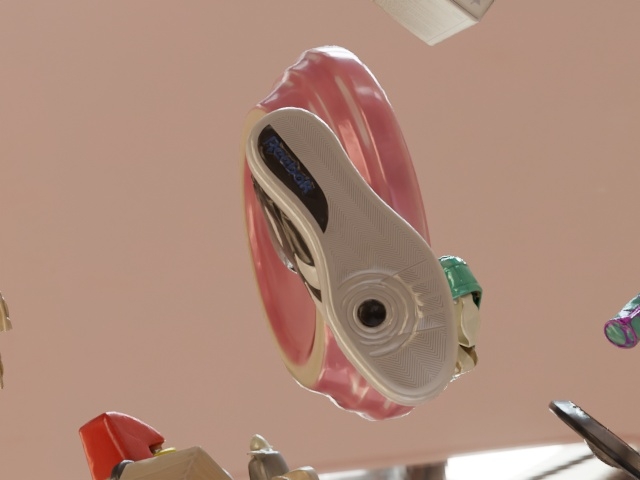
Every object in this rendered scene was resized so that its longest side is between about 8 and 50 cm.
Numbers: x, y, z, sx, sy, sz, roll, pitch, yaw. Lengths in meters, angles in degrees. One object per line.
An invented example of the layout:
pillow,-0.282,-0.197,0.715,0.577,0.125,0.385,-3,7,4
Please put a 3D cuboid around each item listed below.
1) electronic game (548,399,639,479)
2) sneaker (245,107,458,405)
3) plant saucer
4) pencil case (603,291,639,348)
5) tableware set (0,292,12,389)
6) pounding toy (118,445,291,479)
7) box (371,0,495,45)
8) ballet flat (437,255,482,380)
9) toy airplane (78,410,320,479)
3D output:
electronic game,0.457,0.330,1.878,0.048,0.229,0.229,-53,-162,2
sneaker,0.024,0.021,0.792,0.217,0.079,0.121,61,-8,20
plant saucer,0.000,0.000,1.037,0.332,0.084,0.332,168,-90,-74
pencil case,0.550,0.121,2.022,0.064,0.151,0.070,31,-35,31
tableware set,-0.513,0.142,1.724,0.020,0.168,0.141,-16,105,-61
pounding toy,-0.126,0.346,1.447,0.181,0.206,0.094,52,37,-26
box,0.175,-0.389,1.743,0.121,0.148,0.311,-54,-171,-2
ballet flat,0.185,0.136,1.657,0.087,0.083,0.247,-122,-158,-46
toy airplane,-0.190,0.455,1.818,0.272,0.386,0.384,-47,146,-62
